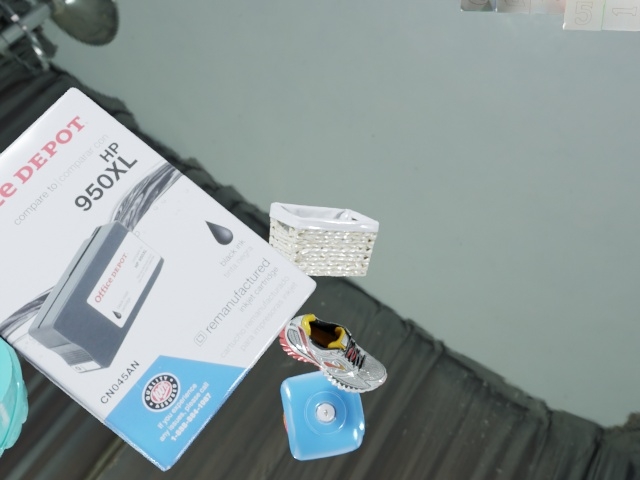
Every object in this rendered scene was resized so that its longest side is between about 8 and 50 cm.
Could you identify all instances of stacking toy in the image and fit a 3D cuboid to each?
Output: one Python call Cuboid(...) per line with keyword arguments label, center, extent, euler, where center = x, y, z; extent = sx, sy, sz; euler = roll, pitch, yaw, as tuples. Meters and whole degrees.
Cuboid(label="stacking toy", center=(-0.023, 0.398, 1.642), extent=(0.166, 0.175, 0.302), euler=(-7, 165, -16))

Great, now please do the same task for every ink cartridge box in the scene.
Cuboid(label="ink cartridge box", center=(-0.252, 0.051, 0.917), extent=(0.395, 0.285, 0.166), euler=(39, 160, 0))

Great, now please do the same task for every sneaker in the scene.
Cuboid(label="sneaker", center=(0.034, 0.214, 1.375), extent=(0.225, 0.088, 0.093), euler=(30, 139, -17))

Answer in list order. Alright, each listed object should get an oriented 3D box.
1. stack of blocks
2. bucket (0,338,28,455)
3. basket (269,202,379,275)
Cuboid(label="stack of blocks", center=(0.319, -0.323, 0.855), extent=(0.297, 0.171, 0.087), euler=(9, 133, 19))
Cuboid(label="bucket", center=(-0.720, 0.298, 1.425), extent=(0.281, 0.281, 0.183), euler=(32, 144, 5))
Cuboid(label="basket", center=(0.000, 0.000, 1.270), extent=(0.113, 0.167, 0.103), euler=(29, 112, 59))
